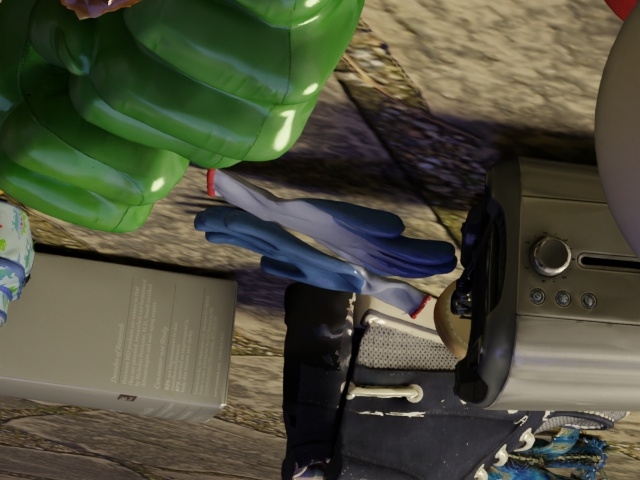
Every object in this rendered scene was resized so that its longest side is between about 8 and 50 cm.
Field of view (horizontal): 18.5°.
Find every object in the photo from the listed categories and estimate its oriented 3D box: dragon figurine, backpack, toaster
[{"bbox_3d":[0.200,0.208,1.835,0.144,0.085,0.289,1,170,12],"label":"dragon figurine"},{"bbox_3d":[-0.238,0.012,1.279,0.105,0.084,0.114,7,163,-10],"label":"backpack"},{"bbox_3d":[0.153,0.033,1.096,0.146,0.129,0.227,5,167,-1],"label":"toaster"}]

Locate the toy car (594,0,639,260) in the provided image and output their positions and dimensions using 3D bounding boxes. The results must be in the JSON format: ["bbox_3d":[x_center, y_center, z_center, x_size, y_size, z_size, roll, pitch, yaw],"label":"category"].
[{"bbox_3d":[0.130,-0.052,0.541,0.219,0.238,0.210,7,166,0],"label":"toy car"}]

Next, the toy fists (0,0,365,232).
[{"bbox_3d":[-0.062,-0.087,0.688,0.096,0.142,0.279,14,164,-25],"label":"toy fists"}]

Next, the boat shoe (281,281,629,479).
[{"bbox_3d":[0.103,0.139,1.467,0.340,0.158,0.127,17,162,-35],"label":"boat shoe"}]

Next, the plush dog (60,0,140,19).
[{"bbox_3d":[-0.069,-0.126,0.443,0.225,0.211,0.262,8,176,-30],"label":"plush dog"}]

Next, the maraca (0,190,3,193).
[{"bbox_3d":[-0.166,-0.063,0.922,0.185,0.099,0.127,1,-168,-21],"label":"maraca"}]

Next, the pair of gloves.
[{"bbox_3d":[0.000,0.000,1.188,0.159,0.023,0.198,22,167,1],"label":"pair of gloves"}]

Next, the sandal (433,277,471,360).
[{"bbox_3d":[0.182,0.040,1.264,0.240,0.088,0.079,9,136,-38],"label":"sandal"}]

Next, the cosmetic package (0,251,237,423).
[{"bbox_3d":[-0.187,0.067,1.436,0.238,0.107,0.127,6,169,-9],"label":"cosmetic package"}]
